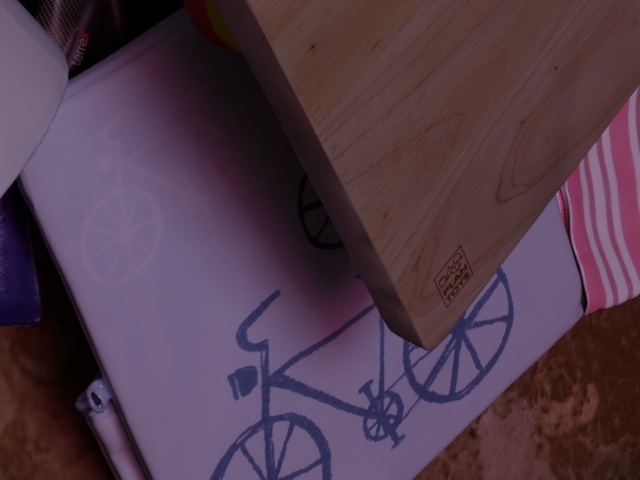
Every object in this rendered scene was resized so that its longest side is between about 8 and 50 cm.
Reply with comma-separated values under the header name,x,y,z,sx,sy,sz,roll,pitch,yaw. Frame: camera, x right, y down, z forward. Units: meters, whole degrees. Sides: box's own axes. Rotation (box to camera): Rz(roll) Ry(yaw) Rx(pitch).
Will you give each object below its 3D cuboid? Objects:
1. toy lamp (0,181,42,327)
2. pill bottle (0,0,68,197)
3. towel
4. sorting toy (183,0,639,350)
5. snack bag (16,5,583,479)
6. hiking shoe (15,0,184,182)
name,x,y,z,sx,sy,sz,roll,pitch,yaw
toy lamp,-0.175,0.107,0.779,0.080,0.080,0.274,9,85,-36
pill bottle,-0.276,-0.138,0.626,0.361,0.204,0.204,47,65,-27
towel,0.224,-0.043,1.097,0.197,0.029,0.144,-17,101,-35
sorting toy,0.057,-0.128,0.785,0.257,0.089,0.255,-50,141,-19
snack bag,0.000,0.000,0.884,0.323,0.037,0.342,-39,127,-28
hiking shoe,-0.098,-0.136,0.827,0.227,0.086,0.114,-52,121,-23
